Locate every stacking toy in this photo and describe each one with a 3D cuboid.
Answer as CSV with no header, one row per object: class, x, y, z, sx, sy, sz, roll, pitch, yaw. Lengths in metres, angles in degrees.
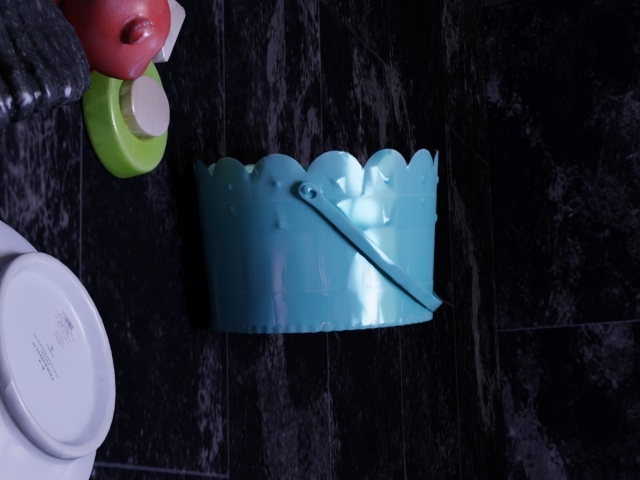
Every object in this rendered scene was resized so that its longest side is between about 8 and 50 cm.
stacking toy,-0.157,-0.222,1.402,0.279,0.130,0.309,60,31,-49

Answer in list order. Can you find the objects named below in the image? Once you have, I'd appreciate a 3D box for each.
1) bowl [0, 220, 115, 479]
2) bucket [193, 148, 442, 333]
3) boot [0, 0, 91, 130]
bowl,-0.232,0.093,1.018,0.298,0.134,0.298,-16,90,-71
bucket,0.000,0.000,1.604,0.281,0.281,0.183,-7,94,-71
boot,-0.202,-0.218,0.962,0.348,0.131,0.260,-45,113,-53
